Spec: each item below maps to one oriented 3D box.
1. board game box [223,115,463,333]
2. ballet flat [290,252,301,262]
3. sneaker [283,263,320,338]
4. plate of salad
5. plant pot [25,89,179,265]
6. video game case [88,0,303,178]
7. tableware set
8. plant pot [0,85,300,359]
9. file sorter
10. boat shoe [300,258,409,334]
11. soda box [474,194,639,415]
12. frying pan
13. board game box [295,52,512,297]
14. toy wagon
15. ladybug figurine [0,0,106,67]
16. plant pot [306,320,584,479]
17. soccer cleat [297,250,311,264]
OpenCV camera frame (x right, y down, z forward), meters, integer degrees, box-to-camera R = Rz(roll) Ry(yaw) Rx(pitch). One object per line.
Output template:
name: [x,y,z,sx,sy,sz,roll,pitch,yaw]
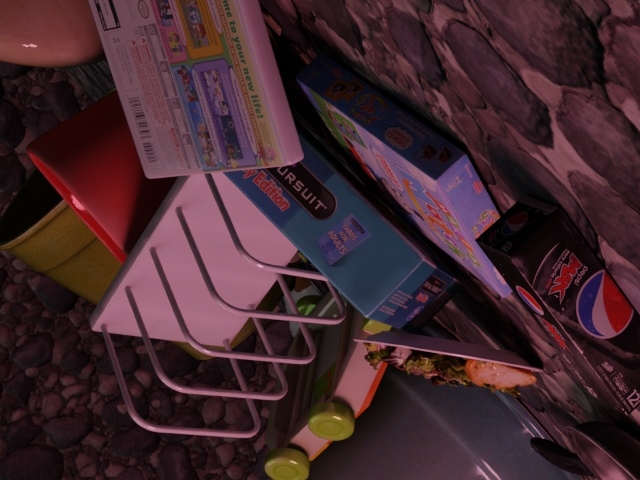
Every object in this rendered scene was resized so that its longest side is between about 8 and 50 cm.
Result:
board game box: [-0.018,-0.058,1.395,0.336,0.079,0.254,46,-175,14]
ballet flat: [-0.092,0.019,1.903,0.086,0.248,0.086,37,140,40]
sneaker: [-0.012,0.089,2.338,0.123,0.106,0.290,57,166,6]
plate of salad: [0.130,0.127,1.465,0.200,0.048,0.200,9,176,1]
plant pot: [-0.189,-0.092,1.766,0.275,0.243,0.275,46,170,10]
video game case: [-0.116,-0.161,1.236,0.193,0.023,0.212,-2,110,44]
tableware set: [-0.042,-0.163,1.356,0.194,0.039,0.128,48,173,6]
plant pot: [-0.226,-0.019,2.093,0.353,0.366,0.366,43,175,-19]
file sorter: [-0.097,0.068,1.595,0.193,0.277,0.173,10,-141,-37]
boat shoe: [0.055,0.135,2.094,0.301,0.102,0.108,47,173,15]
soda box: [0.189,0.048,1.044,0.169,0.053,0.060,51,172,-22]
frying pan: [0.311,0.253,1.412,0.197,0.053,0.326,47,175,8]
board game box: [0.078,-0.057,1.204,0.211,0.039,0.160,40,169,46]
toy wagon: [0.026,0.136,1.753,0.068,0.267,0.344,25,137,-16]
ladybug figurine: [-0.409,-0.338,1.867,0.305,0.162,0.449,6,-166,-25]
plant pot: [0.118,0.333,1.852,0.341,0.334,0.341,48,172,9]
soccer cleat: [0.000,0.000,1.831,0.060,0.072,0.179,48,173,3]
